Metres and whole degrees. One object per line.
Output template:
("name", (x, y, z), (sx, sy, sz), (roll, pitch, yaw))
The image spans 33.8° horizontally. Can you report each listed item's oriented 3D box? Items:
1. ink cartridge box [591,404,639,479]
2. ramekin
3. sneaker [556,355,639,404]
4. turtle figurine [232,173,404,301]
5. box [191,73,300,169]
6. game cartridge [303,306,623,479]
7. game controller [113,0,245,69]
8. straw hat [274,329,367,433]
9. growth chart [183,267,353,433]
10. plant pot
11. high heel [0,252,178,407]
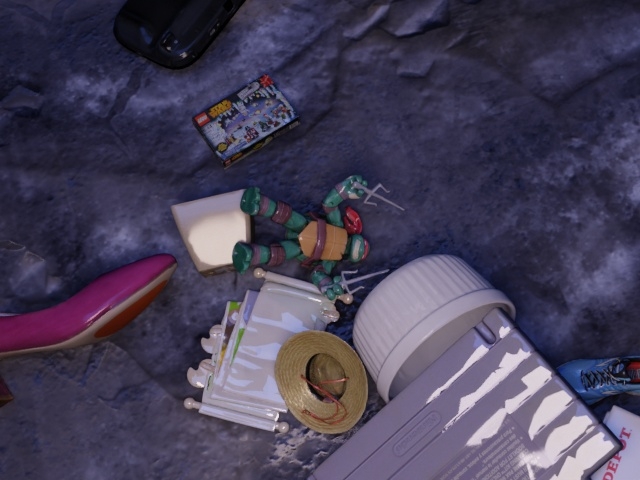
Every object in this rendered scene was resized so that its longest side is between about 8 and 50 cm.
("ink cartridge box", (0.436, 0.354, 1.282), (0.273, 0.115, 0.198), (24, 71, 13))
("ramekin", (0.138, 0.111, 1.361), (0.207, 0.207, 0.109), (-33, 60, -9))
("sneaker", (0.378, 0.174, 1.383), (0.162, 0.073, 0.063), (-10, 67, 0))
("turtle figurine", (0.000, 0.000, 1.447), (0.234, 0.118, 0.175), (7, 74, -26))
("box", (-0.113, -0.180, 1.590), (0.137, 0.027, 0.094), (-33, 68, -9))
("game cartridge", (0.162, 0.282, 1.281), (0.355, 0.068, 0.230), (-43, 73, 10))
("game controller", (-0.191, -0.415, 1.685), (0.166, 0.067, 0.319), (26, 70, 29))
("straw hat", (0.012, 0.178, 1.402), (0.144, 0.061, 0.144), (7, 107, 25))
("growth chart", (-0.077, 0.148, 1.455), (0.172, 0.021, 0.237), (21, 70, 12))
("plant pot", (-0.141, -0.005, 1.483), (0.109, 0.109, 0.096), (-14, 81, -2))
("high heel", (-0.387, 0.082, 1.441), (0.377, 0.127, 0.181), (-33, 80, -6))
